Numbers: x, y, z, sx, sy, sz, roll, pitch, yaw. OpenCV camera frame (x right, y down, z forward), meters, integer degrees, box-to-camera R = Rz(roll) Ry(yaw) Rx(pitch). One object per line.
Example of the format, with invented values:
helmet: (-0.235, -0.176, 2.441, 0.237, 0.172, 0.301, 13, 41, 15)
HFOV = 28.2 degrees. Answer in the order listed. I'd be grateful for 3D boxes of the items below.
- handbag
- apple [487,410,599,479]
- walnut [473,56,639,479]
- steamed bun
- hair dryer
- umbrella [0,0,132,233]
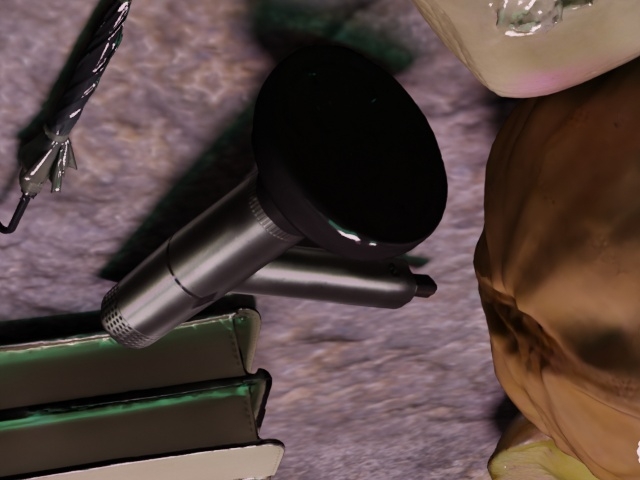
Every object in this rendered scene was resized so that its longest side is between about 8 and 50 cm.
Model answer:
handbag: (-0.224, 0.196, 1.145, 0.358, 0.160, 0.237, -6, 153, -13)
apple: (0.284, 0.229, 1.433, 0.193, 0.120, 0.265, -16, 146, 24)
walnut: (0.295, 0.004, 0.923, 0.383, 0.384, 0.384, -11, 146, -7)
steamed bun: (0.133, -0.168, 0.759, 0.170, 0.153, 0.238, -27, 143, 19)
hair dryer: (0.004, -0.021, 1.011, 0.284, 0.156, 0.320, -16, 166, -37)
umbrella: (-0.167, -0.082, 0.867, 0.044, 0.044, 0.269, -25, 163, -47)
